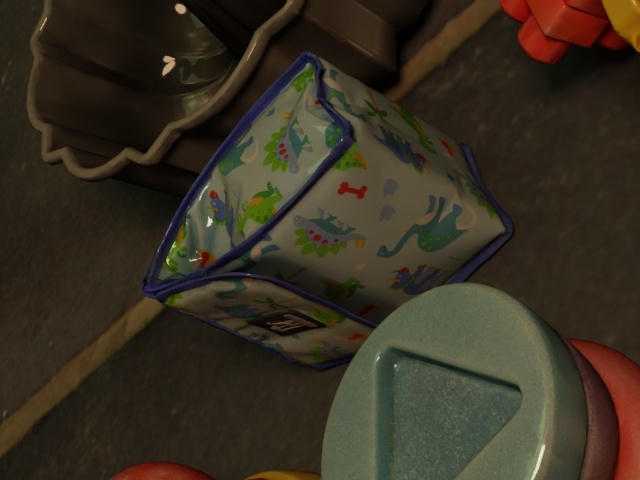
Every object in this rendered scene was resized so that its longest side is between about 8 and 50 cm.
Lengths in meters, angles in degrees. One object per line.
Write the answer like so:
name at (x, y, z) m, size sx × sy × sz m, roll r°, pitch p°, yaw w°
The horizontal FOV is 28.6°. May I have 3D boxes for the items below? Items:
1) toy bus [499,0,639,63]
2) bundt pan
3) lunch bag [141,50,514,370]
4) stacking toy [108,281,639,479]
toy bus at (0.168, -0.146, 0.543) m, size 0.211 × 0.149 × 0.220 m, roll -55°, pitch 38°, yaw 33°
bundt pan at (-0.049, -0.169, 0.817) m, size 0.331 × 0.124 × 0.331 m, roll -27°, pitch 51°, yaw 38°
lunch bag at (0.000, 0.000, 0.655) m, size 0.151 × 0.129 × 0.096 m, roll -44°, pitch 41°, yaw 23°
stacking toy at (0.011, 0.177, 0.536) m, size 0.309 × 0.130 × 0.279 m, roll -36°, pitch 44°, yaw 32°
